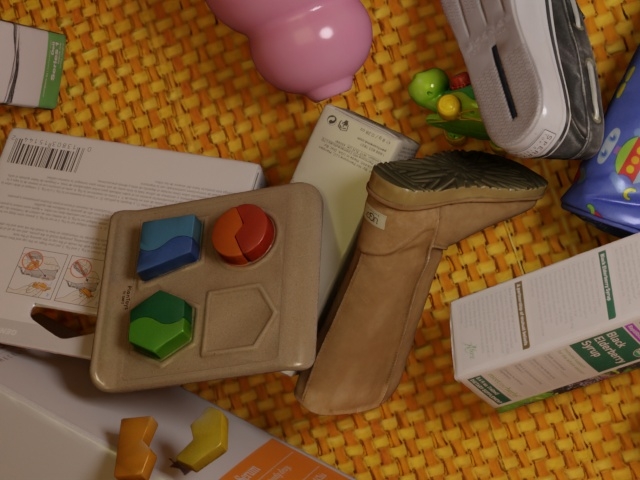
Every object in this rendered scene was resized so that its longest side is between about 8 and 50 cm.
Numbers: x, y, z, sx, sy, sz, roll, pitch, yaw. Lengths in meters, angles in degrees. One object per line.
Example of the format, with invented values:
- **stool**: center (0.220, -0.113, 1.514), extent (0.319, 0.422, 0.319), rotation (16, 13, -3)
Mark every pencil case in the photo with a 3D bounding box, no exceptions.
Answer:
- **pencil case**: center (0.356, -0.133, 1.564), extent (0.133, 0.119, 0.306), rotation (31, 99, 36)

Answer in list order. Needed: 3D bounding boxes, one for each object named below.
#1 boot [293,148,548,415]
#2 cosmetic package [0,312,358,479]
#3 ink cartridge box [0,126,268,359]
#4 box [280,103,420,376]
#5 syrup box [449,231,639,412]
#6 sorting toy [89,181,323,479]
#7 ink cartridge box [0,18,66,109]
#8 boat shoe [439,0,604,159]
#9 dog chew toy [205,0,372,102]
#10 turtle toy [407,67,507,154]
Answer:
- **boot**: center (0.100, 0.042, 1.636), extent (0.089, 0.236, 0.269), rotation (45, 128, 44)
- **cosmetic package**: center (-0.182, 0.260, 1.645), extent (0.453, 0.230, 0.161), rotation (26, 105, 12)
- **ink cartridge box**: center (-0.231, 0.019, 1.685), extent (0.296, 0.066, 0.261), rotation (9, 63, 14)
- **box**: center (0.000, 0.000, 1.664), extent (0.094, 0.113, 0.275), rotation (27, 96, 13)
- **syrup box**: center (0.254, 0.082, 1.567), extent (0.237, 0.093, 0.096), rotation (-21, 52, 28)
- **sorting toy**: center (-0.117, 0.083, 1.547), extent (0.229, 0.041, 0.307), rotation (-7, 57, 16)
- **ink cartridge box**: center (-0.395, -0.202, 1.703), extent (0.160, 0.219, 0.092), rotation (11, 94, 14)
- **boat shoe**: center (0.204, -0.220, 1.598), extent (0.121, 0.119, 0.335), rotation (-29, 57, 41)
- **dog chew toy**: center (-0.045, -0.304, 1.632), extent (0.207, 0.206, 0.332), rotation (-21, 94, 14)
- **turtle toy**: center (0.152, -0.141, 1.639), extent (0.130, 0.095, 0.066), rotation (13, 74, 14)
